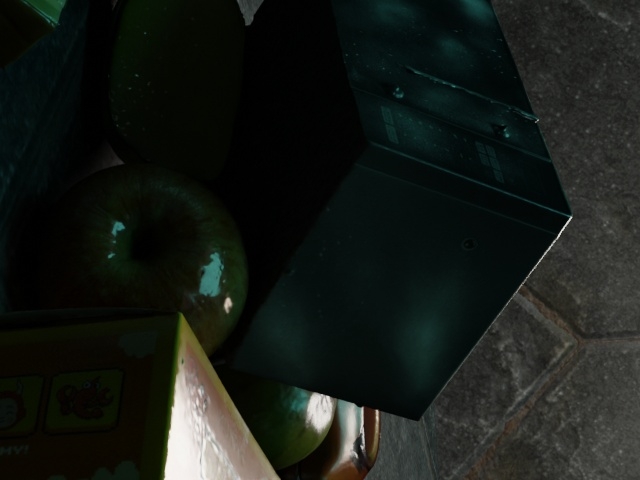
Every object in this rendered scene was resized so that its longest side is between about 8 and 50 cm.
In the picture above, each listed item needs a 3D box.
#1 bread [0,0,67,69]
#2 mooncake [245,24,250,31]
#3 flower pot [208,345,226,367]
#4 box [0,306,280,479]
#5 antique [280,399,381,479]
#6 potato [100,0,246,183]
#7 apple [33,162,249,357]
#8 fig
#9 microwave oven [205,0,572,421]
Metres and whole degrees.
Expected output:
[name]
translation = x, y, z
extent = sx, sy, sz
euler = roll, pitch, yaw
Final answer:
[bread]
translation = -0.311, -0.236, 1.448
extent = 0.139, 0.084, 0.074
euler = 37, 41, -30
[mooncake]
translation = -0.020, -0.199, 2.073
extent = 0.290, 0.290, 0.161
euler = -13, 100, -77
[flower pot]
translation = -0.164, 0.095, 1.679
extent = 0.157, 0.157, 0.106
euler = 10, 66, -76
[box]
translation = -0.194, 0.214, 1.242
extent = 0.283, 0.260, 0.213
euler = 67, 20, -53
[antique]
translation = 0.016, 0.268, 2.395
extent = 0.223, 0.129, 0.278
euler = 74, 19, -46
[potato]
translation = -0.178, -0.178, 1.765
extent = 0.111, 0.160, 0.271
euler = -34, -132, 57
[apple]
translation = -0.173, 0.032, 1.526
extent = 0.188, 0.211, 0.211
euler = 119, -27, -69
[fig]
translation = -0.090, 0.180, 1.856
extent = 0.203, 0.225, 0.203
euler = 31, 43, -34
[microwave oven]
translation = 0.043, -0.078, 1.702
extent = 0.374, 0.236, 0.432
euler = -59, -155, 32
